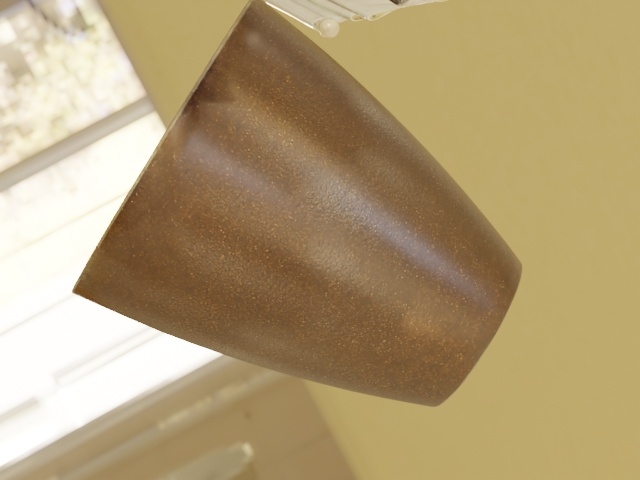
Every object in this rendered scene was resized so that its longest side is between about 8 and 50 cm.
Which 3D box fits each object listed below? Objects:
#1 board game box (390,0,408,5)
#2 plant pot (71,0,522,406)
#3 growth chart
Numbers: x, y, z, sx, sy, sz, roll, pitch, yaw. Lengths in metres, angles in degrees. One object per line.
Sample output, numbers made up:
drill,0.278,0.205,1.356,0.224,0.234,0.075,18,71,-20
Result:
board game box,-0.050,-0.264,0.657,0.141,0.291,0.232,-50,159,-13
plant pot,0.000,0.000,1.085,0.215,0.230,0.215,-57,-175,8
growth chart,0.075,-0.209,1.432,0.237,0.021,0.172,-12,-157,-12
